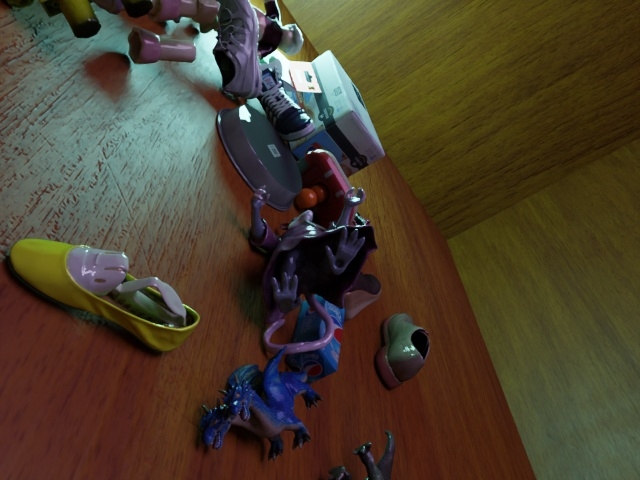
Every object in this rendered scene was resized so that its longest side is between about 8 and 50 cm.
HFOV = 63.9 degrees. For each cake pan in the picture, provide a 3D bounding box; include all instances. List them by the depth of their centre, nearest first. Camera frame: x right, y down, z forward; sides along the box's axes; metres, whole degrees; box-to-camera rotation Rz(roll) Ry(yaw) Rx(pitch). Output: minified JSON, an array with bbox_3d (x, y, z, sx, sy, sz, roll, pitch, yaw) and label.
[{"bbox_3d":[-0.138,-0.212,1.272,0.293,0.054,0.293,50,21,-27],"label":"cake pan"}]

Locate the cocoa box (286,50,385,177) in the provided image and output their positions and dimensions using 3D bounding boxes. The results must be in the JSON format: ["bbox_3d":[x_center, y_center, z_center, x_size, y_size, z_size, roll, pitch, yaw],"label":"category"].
[{"bbox_3d":[0.025,-0.394,1.684,0.231,0.228,0.347,41,26,-46],"label":"cocoa box"}]

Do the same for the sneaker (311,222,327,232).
[{"bbox_3d":[0.000,0.000,1.325,0.188,0.066,0.071,42,6,-49],"label":"sneaker"}]

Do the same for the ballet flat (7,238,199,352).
[{"bbox_3d":[-0.232,0.055,0.594,0.231,0.077,0.077,44,25,-38],"label":"ballet flat"}]

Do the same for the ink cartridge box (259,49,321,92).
[{"bbox_3d":[-0.119,-0.529,1.582,0.056,0.224,0.181,103,-22,-48],"label":"ink cartridge box"}]

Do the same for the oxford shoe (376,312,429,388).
[{"bbox_3d":[0.245,0.280,1.400,0.123,0.130,0.348,57,19,-8],"label":"oxford shoe"}]

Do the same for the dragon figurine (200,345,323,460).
[{"bbox_3d":[-0.074,0.213,0.753,0.144,0.085,0.289,57,20,-11],"label":"dragon figurine"}]

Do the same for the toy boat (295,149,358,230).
[{"bbox_3d":[-0.007,-0.123,1.394,0.151,0.151,0.231,-29,88,-41],"label":"toy boat"}]

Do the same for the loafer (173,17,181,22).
[{"bbox_3d":[-0.368,-0.602,1.237,0.087,0.094,0.251,17,30,-28],"label":"loafer"}]

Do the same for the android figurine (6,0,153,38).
[{"bbox_3d":[-0.367,-0.443,0.760,0.273,0.248,0.056,60,-12,1],"label":"android figurine"}]

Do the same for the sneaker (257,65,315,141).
[{"bbox_3d":[-0.112,-0.380,1.407,0.282,0.099,0.153,51,-11,53],"label":"sneaker"}]

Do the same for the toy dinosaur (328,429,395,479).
[{"bbox_3d":[0.074,0.433,0.811,0.313,0.121,0.160,-71,141,-72],"label":"toy dinosaur"}]

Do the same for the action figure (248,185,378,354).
[{"bbox_3d":[-0.015,0.030,1.019,0.370,0.248,0.276,-142,-128,-76],"label":"action figure"}]

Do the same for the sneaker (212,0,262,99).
[{"bbox_3d":[-0.224,-0.506,1.310,0.115,0.105,0.281,-16,97,-45],"label":"sneaker"}]

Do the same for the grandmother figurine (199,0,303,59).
[{"bbox_3d":[-0.181,-0.624,1.495,0.342,0.208,0.104,3,23,-48],"label":"grandmother figurine"}]

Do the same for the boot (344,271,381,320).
[{"bbox_3d":[0.078,0.065,1.296,0.248,0.090,0.207,-35,111,-63],"label":"boot"}]

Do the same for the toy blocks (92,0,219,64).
[{"bbox_3d":[-0.328,-0.511,0.886,0.260,0.309,0.289,-11,72,-41],"label":"toy blocks"}]

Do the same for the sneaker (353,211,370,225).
[{"bbox_3d":[0.146,-0.059,1.767,0.047,0.057,0.119,41,25,-39],"label":"sneaker"}]

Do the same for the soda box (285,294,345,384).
[{"bbox_3d":[-0.004,0.181,1.001,0.067,0.071,0.210,54,19,-16],"label":"soda box"}]
